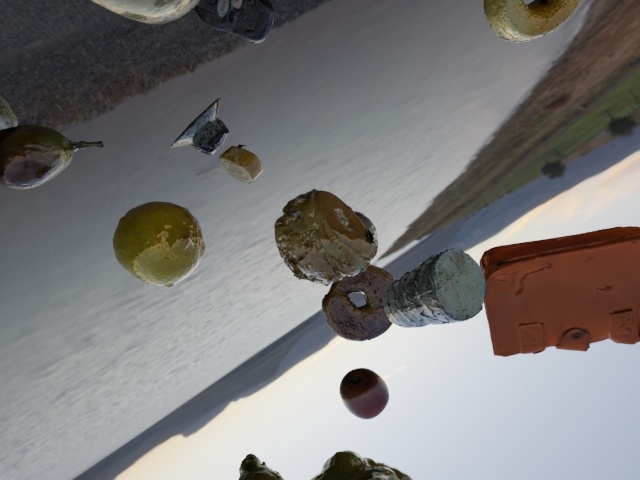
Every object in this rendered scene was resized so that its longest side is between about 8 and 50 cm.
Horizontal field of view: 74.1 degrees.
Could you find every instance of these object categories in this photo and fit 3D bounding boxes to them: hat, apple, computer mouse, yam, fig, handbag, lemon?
[{"bbox_3d":[-0.400,-0.376,1.495,0.265,0.128,0.266,-39,-156,21],"label":"hat"},{"bbox_3d":[0.168,0.579,1.617,0.180,0.168,0.181,-23,-158,10],"label":"apple"},{"bbox_3d":[-0.242,-0.655,1.206,0.137,0.233,0.096,-60,-174,29],"label":"computer mouse"},{"bbox_3d":[0.165,0.078,0.629,0.107,0.107,0.183,-31,174,-22],"label":"yam"},{"bbox_3d":[-0.691,-0.225,1.074,0.274,0.170,0.146,-30,127,-44],"label":"fig"},{"bbox_3d":[0.625,0.138,1.068,0.409,0.304,0.116,-11,-163,17],"label":"handbag"},{"bbox_3d":[-0.435,0.008,1.151,0.288,0.234,0.233,0,-159,46],"label":"lemon"}]

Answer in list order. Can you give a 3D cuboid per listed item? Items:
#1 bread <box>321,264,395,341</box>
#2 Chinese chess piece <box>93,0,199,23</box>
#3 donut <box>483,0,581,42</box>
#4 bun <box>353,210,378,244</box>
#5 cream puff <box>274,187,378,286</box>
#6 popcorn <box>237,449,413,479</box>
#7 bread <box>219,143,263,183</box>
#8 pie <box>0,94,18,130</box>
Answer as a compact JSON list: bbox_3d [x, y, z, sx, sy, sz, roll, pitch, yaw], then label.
[{"bbox_3d":[0.097,0.145,0.995,0.193,0.193,0.064,-34,-175,-6],"label":"bread"},{"bbox_3d":[-0.250,-0.381,0.504,0.097,0.251,0.250,-36,172,30],"label":"Chinese chess piece"},{"bbox_3d":[0.402,-0.464,0.781,0.190,0.174,0.075,-24,-154,-4],"label":"donut"},{"bbox_3d":[0.122,-0.014,1.344,0.113,0.173,0.166,-20,180,-13],"label":"bun"},{"bbox_3d":[0.000,0.000,0.517,0.104,0.119,0.133,-46,154,28],"label":"cream puff"},{"bbox_3d":[0.052,0.411,0.512,0.279,0.336,0.274,-5,141,-26],"label":"popcorn"},{"bbox_3d":[-0.244,-0.238,1.340,0.073,0.149,0.122,-52,147,-20],"label":"bread"},{"bbox_3d":[-1.003,-0.330,1.123,0.339,0.077,0.339,-16,154,-8],"label":"pie"}]
